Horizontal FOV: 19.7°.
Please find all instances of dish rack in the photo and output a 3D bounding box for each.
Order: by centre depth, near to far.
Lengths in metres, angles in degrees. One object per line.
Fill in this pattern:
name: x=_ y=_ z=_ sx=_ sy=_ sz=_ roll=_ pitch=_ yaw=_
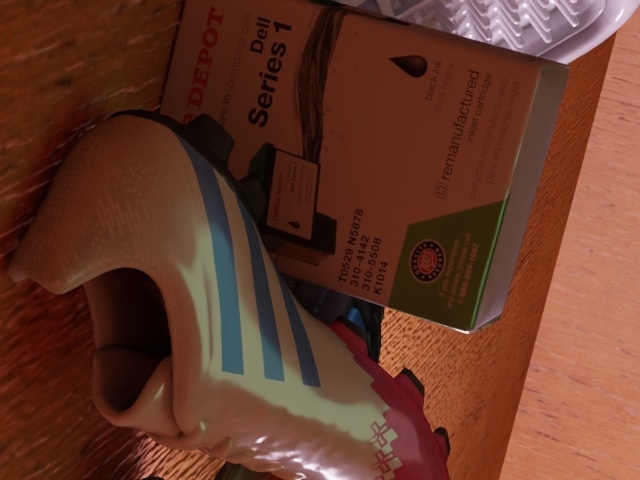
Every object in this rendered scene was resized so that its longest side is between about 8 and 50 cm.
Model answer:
dish rack: x=0.094 y=-0.174 z=1.323 sx=0.285 sy=0.072 sz=0.333 roll=-31 pitch=161 yaw=0

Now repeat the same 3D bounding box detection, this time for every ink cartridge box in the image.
ink cartridge box: x=0.016 y=-0.055 z=1.084 sx=0.092 sy=0.219 sz=0.160 roll=-16 pitch=121 yaw=-71

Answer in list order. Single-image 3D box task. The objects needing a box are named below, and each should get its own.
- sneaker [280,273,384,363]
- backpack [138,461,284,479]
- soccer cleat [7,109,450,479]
sneaker: x=0.000 y=0.000 z=1.280 sx=0.341 sy=0.139 sz=0.125 roll=-54 pitch=146 yaw=-55
backpack: x=-0.060 y=0.244 z=1.193 sx=0.253 sy=0.191 sz=0.225 roll=-64 pitch=174 yaw=-1
soccer cleat: x=-0.051 y=0.077 z=1.018 sx=0.331 sy=0.116 sz=0.143 roll=53 pitch=58 yaw=-31
